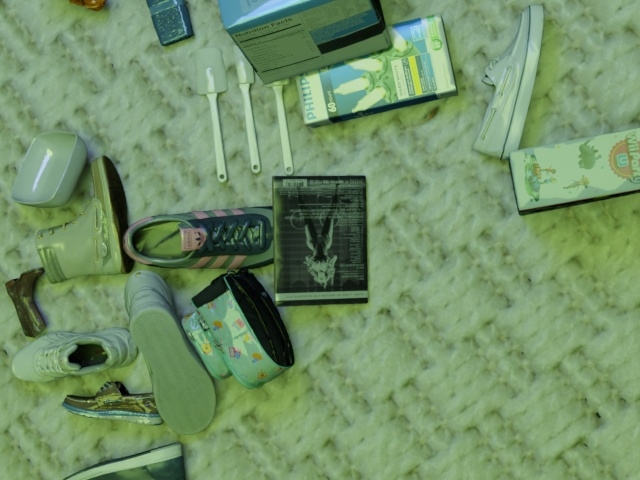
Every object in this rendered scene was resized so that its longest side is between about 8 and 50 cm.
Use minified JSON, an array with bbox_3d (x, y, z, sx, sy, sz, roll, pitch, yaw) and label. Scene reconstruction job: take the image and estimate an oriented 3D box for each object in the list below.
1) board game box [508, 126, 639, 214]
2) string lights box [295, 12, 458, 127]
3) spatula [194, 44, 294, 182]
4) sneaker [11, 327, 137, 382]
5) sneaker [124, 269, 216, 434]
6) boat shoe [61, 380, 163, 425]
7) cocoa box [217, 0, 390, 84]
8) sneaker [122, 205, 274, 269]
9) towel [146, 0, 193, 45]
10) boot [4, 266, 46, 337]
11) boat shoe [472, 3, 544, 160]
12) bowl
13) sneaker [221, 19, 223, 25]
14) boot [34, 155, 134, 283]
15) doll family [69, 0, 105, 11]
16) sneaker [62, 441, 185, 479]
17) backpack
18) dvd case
[{"bbox_3d":[0.452,-0.113,1.660,0.303,0.224,0.098,-11,88,10],"label":"board game box"},{"bbox_3d":[0.091,-0.283,1.792,0.259,0.077,0.134,-12,89,10],"label":"string lights box"},{"bbox_3d":[-0.130,-0.226,1.865,0.168,0.019,0.242,-7,91,4],"label":"spatula"},{"bbox_3d":[-0.449,0.202,1.875,0.232,0.115,0.091,-13,89,10],"label":"sneaker"},{"bbox_3d":[-0.262,0.186,1.851,0.108,0.169,0.293,-17,124,-6],"label":"sneaker"},{"bbox_3d":[-0.367,0.284,1.894,0.183,0.066,0.066,7,88,0],"label":"boat shoe"},{"bbox_3d":[-0.052,-0.470,1.696,0.231,0.228,0.347,-17,73,9],"label":"cocoa box"},{"bbox_3d":[-0.182,0.001,1.816,0.318,0.131,0.112,-7,90,6],"label":"sneaker"},{"bbox_3d":[-0.268,-0.406,1.876,0.067,0.029,0.120,-17,87,10],"label":"towel"},{"bbox_3d":[-0.514,0.113,1.917,0.106,0.037,0.114,-27,83,35],"label":"boot"},{"bbox_3d":[0.307,-0.264,1.747,0.084,0.095,0.258,12,92,5],"label":"boat shoe"},{"bbox_3d":[-0.472,-0.119,1.875,0.142,0.053,0.142,5,69,40],"label":"bowl"},{"bbox_3d":[-0.123,-0.383,1.852,0.109,0.040,0.044,16,110,13],"label":"sneaker"},{"bbox_3d":[-0.428,-0.035,1.890,0.165,0.077,0.213,-9,90,12],"label":"boot"},{"bbox_3d":[-0.390,-0.497,1.869,0.263,0.118,0.163,-42,78,-10],"label":"doll family"},{"bbox_3d":[-0.338,0.462,1.877,0.226,0.086,0.164,-14,86,9],"label":"sneaker"},{"bbox_3d":[-0.133,0.160,1.795,0.144,0.166,0.188,-39,82,10],"label":"backpack"},{"bbox_3d":[0.000,0.000,1.813,0.164,0.018,0.221,-1,90,-15],"label":"dvd case"}]
